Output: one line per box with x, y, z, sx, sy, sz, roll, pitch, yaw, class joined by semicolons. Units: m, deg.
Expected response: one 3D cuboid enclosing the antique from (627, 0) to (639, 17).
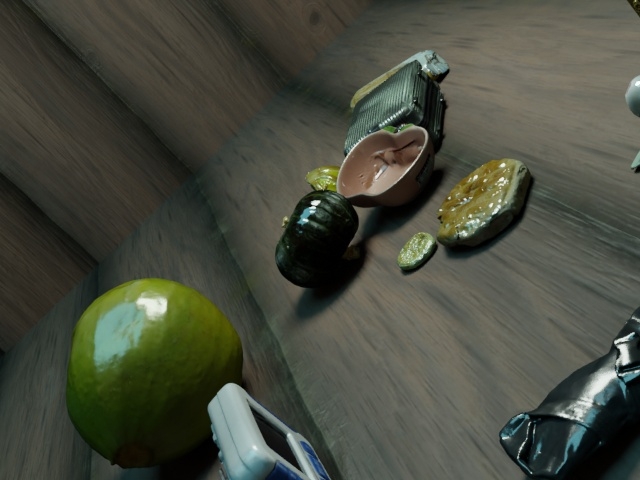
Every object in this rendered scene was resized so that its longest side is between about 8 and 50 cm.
0.584;-0.420;1.481;0.148;0.152;0.146;-53;20;-19;antique

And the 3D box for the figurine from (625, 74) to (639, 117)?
0.496;-0.209;1.271;0.178;0.109;0.129;-35;36;-15;figurine

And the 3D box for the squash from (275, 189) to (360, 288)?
-0.006;-0.002;1.770;0.193;0.156;0.193;-41;-12;-11;squash

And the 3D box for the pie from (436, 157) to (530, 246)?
0.264;-0.060;1.529;0.195;0.046;0.195;-36;21;16;pie

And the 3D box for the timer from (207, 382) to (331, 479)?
-0.067;0.302;1.235;0.078;0.178;0.253;-49;18;1;timer

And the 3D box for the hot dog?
0.194;-0.377;2.286;0.270;0.082;0.162;-32;30;10;hot dog

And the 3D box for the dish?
0.142;-0.134;1.829;0.213;0.090;0.213;-28;36;22;dish

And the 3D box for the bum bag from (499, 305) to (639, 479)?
0.301;0.158;0.974;0.248;0.060;0.123;-45;18;-6;bum bag

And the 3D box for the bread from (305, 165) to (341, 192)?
0.023;-0.132;2.130;0.094;0.083;0.157;-23;25;20;bread

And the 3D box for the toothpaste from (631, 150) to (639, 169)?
0.506;-0.139;1.227;0.062;0.037;0.216;-50;14;-25;toothpaste

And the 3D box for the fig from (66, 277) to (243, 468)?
-0.300;0.245;1.645;0.343;0.343;0.343;-38;20;16;fig

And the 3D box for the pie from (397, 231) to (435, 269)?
0.166;0.020;1.597;0.084;0.021;0.084;-36;25;20;pie

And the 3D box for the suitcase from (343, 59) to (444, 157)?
0.163;-0.264;2.031;0.202;0.128;0.312;-34;22;28;suitcase
